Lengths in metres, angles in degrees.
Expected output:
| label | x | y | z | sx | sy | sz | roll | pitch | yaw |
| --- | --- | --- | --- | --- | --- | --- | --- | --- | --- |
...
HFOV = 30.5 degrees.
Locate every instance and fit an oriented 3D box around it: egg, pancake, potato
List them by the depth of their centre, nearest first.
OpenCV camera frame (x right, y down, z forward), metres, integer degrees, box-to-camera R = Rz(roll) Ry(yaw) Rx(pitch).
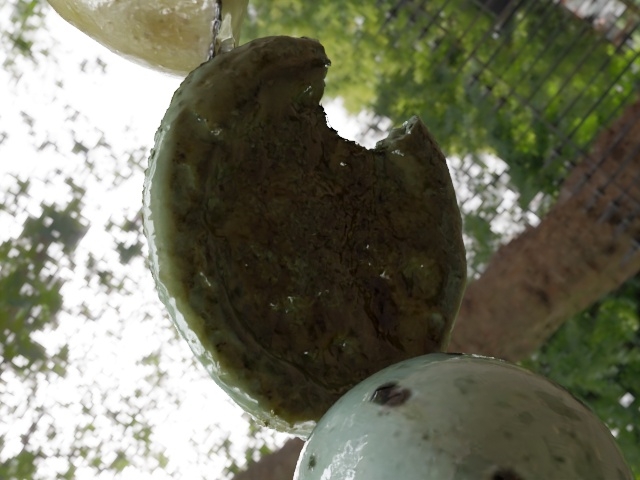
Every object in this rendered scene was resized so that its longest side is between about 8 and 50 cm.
| label | x | y | z | sx | sy | sz | roll | pitch | yaw |
| --- | --- | --- | --- | --- | --- | --- | --- | --- | --- |
| egg | 0.050 | 0.109 | 0.456 | 0.131 | 0.131 | 0.164 | 33 | 167 | -14 |
| pancake | 0.000 | 0.000 | 0.716 | 0.253 | 0.037 | 0.253 | 11 | -107 | -37 |
| potato | -0.173 | -0.306 | 1.199 | 0.242 | 0.285 | 0.242 | 10 | -147 | -7 |
